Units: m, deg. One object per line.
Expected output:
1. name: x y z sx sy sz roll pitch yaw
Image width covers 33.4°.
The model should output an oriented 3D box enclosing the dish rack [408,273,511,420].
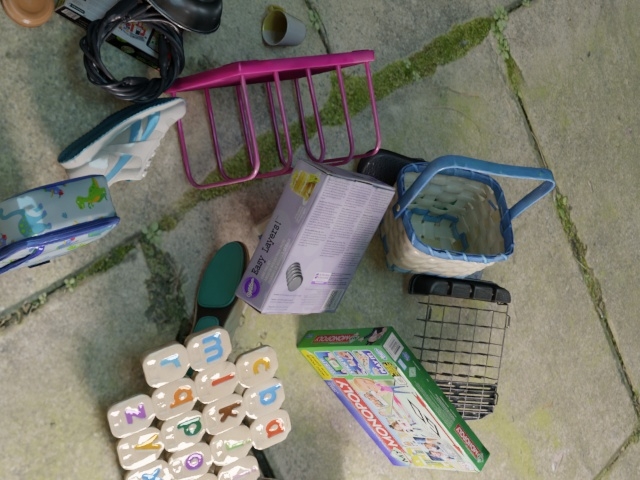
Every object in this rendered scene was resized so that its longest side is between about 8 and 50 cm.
1. dish rack: 0.259 0.205 2.029 0.208 0.074 0.271 8 89 -25

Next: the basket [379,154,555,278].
1. basket: 0.243 -0.056 1.914 0.254 0.289 0.201 8 61 -28

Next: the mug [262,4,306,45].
1. mug: -0.058 -0.375 1.868 0.064 0.062 0.078 3 89 -49

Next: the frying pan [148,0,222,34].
1. frying pan: -0.268 -0.420 1.634 0.326 0.053 0.197 14 46 -49

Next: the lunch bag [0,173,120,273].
1. lunch bag: -0.388 -0.015 1.422 0.176 0.219 0.090 -18 89 -43

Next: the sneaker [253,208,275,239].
1. sneaker: -0.039 -0.027 1.834 0.152 0.058 0.084 -39 104 -33

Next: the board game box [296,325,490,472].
1. board game box: 0.125 0.275 1.836 0.317 0.213 0.046 52 54 -23

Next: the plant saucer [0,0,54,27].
1. plant saucer: -0.429 -0.355 1.568 0.083 0.013 0.083 7 80 -41

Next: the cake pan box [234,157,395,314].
1. cake pan box: 0.000 0.000 1.738 0.267 0.070 0.246 5 115 -61

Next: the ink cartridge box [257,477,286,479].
1. ink cartridge box: -0.017 0.484 1.762 0.219 0.092 0.160 18 72 -39

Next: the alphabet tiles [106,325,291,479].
1. alphabet tiles: -0.182 0.275 1.630 0.278 0.021 0.284 -20 113 -23

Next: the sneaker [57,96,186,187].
1. sneaker: -0.290 -0.145 1.623 0.228 0.087 0.092 -40 117 -30

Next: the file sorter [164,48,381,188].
1. file sorter: -0.069 -0.197 1.742 0.290 0.202 0.182 -14 97 -41

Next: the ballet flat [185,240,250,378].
1. ballet flat: -0.161 0.124 1.707 0.086 0.086 0.248 33 65 -34

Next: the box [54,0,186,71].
1. box: -0.302 -0.358 1.664 0.207 0.036 0.114 28 67 -35

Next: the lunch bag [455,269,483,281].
1. lunch bag: 0.280 0.066 2.107 0.083 0.053 0.071 35 62 -20

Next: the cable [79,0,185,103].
1. cable: -0.285 -0.281 1.621 0.150 0.047 0.184 57 49 -27

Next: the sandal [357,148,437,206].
1. sandal: 0.178 -0.121 2.028 0.254 0.054 0.097 22 112 -33
